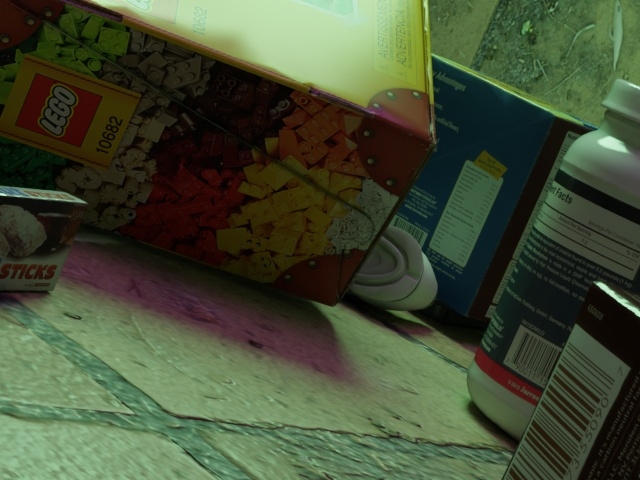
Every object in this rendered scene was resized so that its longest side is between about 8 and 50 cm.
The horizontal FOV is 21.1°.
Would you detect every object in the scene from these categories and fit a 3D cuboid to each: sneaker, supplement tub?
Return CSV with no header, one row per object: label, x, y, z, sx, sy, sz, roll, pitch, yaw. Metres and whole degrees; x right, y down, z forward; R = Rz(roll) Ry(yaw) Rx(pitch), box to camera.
sneaker,0.000,0.000,1.569,0.235,0.090,0.095,31,-1,23
supplement tub,0.244,0.035,1.301,0.191,0.272,0.191,23,9,-4

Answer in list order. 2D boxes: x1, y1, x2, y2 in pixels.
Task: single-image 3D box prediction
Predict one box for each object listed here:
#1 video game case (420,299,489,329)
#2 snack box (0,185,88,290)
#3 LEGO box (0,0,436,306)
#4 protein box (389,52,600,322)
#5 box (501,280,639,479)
video game case,0.072,0.023,1.754,0.274,0.026,0.196,30,11,33
snack box,-0.208,-0.002,1.044,0.022,0.064,0.178,28,10,23
LEGO box,-0.111,-0.224,1.497,0.372,0.193,0.500,19,38,-14
protein box,0.157,-0.046,1.642,0.136,0.201,0.200,15,12,-43
box,0.224,0.147,0.918,0.203,0.168,0.167,20,9,-19
